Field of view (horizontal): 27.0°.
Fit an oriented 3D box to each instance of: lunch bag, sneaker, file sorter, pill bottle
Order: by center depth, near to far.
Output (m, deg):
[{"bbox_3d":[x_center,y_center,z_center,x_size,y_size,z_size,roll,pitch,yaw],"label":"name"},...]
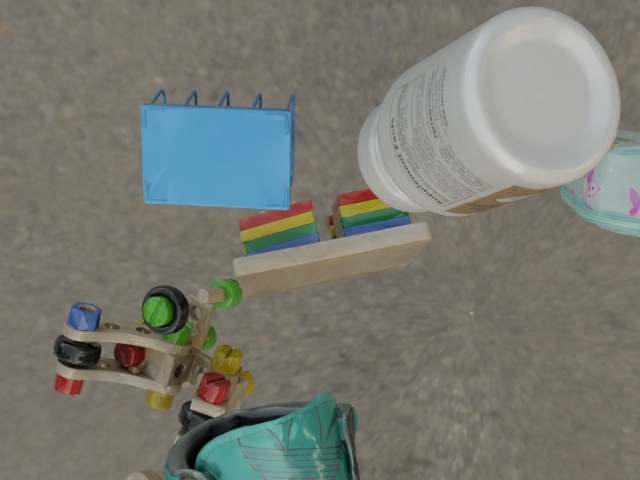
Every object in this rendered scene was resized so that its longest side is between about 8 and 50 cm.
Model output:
[{"bbox_3d":[-0.001,0.183,0.771,0.123,0.295,0.178,-21,120,-28],"label":"sneaker"},{"bbox_3d":[0.118,-0.088,1.037,0.131,0.229,0.131,3,81,-21],"label":"pill bottle"},{"bbox_3d":[0.421,-0.058,1.507,0.279,0.224,0.108,8,100,-5],"label":"lunch bag"},{"bbox_3d":[-0.115,-0.112,1.556,0.170,0.104,0.118,3,112,4],"label":"file sorter"}]

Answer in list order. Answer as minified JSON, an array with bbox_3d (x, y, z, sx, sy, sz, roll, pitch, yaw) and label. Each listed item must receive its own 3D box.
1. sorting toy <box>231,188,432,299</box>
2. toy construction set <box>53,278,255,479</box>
[{"bbox_3d":[0.000,0.000,1.802,0.255,0.257,0.089,-11,82,-6],"label":"sorting toy"},{"bbox_3d":[-0.169,0.198,1.661,0.257,0.237,0.309,-2,93,27],"label":"toy construction set"}]
